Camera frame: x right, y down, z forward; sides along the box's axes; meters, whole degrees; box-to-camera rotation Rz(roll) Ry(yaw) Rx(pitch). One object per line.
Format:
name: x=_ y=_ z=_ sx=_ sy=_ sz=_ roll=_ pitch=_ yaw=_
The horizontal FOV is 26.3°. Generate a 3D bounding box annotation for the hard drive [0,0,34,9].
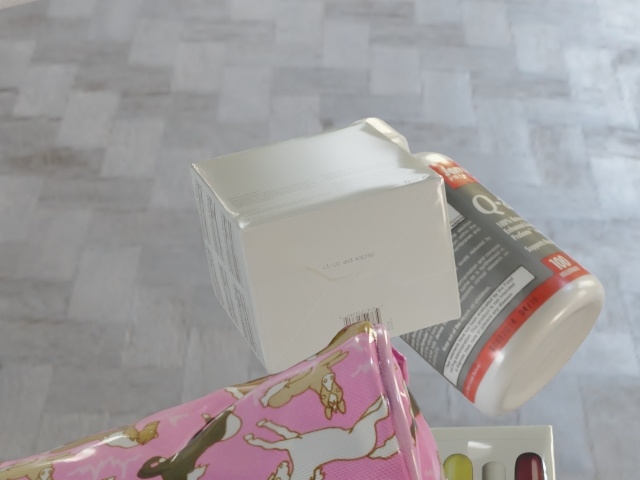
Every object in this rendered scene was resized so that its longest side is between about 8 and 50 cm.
hard drive: x=-0.038 y=-0.221 z=0.535 sx=0.319 sy=0.210 sz=0.040 roll=-14 pitch=2 yaw=-4

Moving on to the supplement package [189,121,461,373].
supplement package: x=0.000 y=0.000 z=1.308 sx=0.194 sy=0.149 sz=0.203 roll=-15 pitch=23 yaw=-13

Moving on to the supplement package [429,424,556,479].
supplement package: x=0.083 y=0.288 z=1.229 sx=0.262 sy=0.204 sz=0.145 roll=-3 pitch=32 yaw=8

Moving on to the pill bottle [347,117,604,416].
pill bottle: x=0.145 y=0.023 z=1.664 sx=0.210 sy=0.210 sz=0.363 roll=-31 pitch=62 yaw=-34

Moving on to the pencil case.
pencil case: x=-0.119 y=0.172 z=0.749 sx=0.386 sy=0.160 sz=0.167 roll=-19 pitch=-2 yaw=5
